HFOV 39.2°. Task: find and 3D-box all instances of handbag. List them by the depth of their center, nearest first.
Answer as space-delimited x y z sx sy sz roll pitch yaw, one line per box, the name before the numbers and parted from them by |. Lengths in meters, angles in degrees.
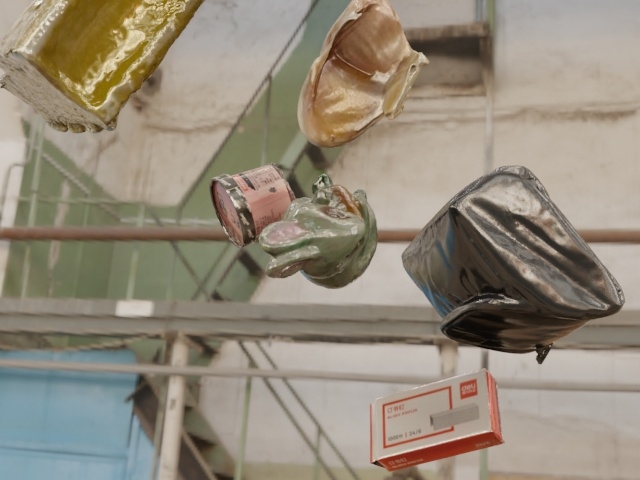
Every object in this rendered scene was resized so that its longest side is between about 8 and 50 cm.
handbag | 0.255 0.067 1.289 0.178 0.275 0.302 -32 -8 -18

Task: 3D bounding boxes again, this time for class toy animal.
toy animal | 0.003 0.002 1.043 0.125 0.127 0.251 -40 0 14

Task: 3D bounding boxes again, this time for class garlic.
garlic | 0.032 -0.178 0.939 0.099 0.174 0.124 33 -6 -25

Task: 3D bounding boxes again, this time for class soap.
soap | -0.235 -0.298 1.089 0.169 0.338 0.304 40 -12 -26

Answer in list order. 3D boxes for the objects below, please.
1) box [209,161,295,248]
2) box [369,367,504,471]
box | -0.130 -0.078 1.797 0.135 0.151 0.151 -25 -9 -19
box | 0.191 0.305 1.519 0.229 0.123 0.050 -20 -45 27
